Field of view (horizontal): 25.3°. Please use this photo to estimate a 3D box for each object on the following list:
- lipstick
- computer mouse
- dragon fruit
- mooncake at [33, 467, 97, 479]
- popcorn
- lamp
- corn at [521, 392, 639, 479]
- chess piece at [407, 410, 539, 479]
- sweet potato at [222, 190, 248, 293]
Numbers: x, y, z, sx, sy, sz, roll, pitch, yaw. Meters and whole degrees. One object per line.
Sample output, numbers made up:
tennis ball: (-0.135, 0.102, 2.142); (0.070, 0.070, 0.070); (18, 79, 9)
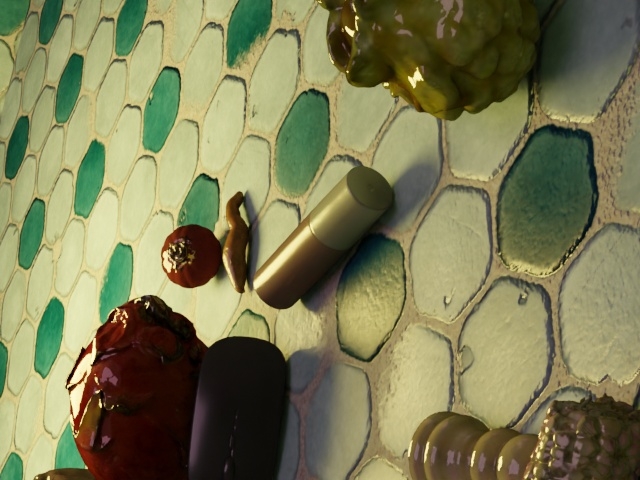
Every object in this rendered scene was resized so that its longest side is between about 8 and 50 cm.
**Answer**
lipstick: (0.000, 0.000, 1.860); (0.254, 0.070, 0.070); (-46, 40, 45)
computer mouse: (-0.113, 0.243, 1.923); (0.057, 0.120, 0.232); (77, -160, -77)
dragon fruit: (-0.244, 0.239, 2.019); (0.250, 0.315, 0.250); (-19, 30, 12)
mooncake: (-0.434, 0.519, 2.379); (0.283, 0.141, 0.283); (-40, 44, 53)
popcorn: (0.118, -0.254, 1.584); (0.224, 0.270, 0.258); (-63, -14, 19)
lamp: (-0.201, 0.024, 2.212); (0.101, 0.090, 0.101); (-5, 80, 27)
corn: (0.212, 0.302, 1.281); (0.126, 0.127, 0.335); (25, 96, 62)
chess piece: (0.171, 0.221, 1.420); (0.170, 0.094, 0.094); (-6, 73, 58)
sweet potato: (-0.125, -0.002, 2.138); (0.044, 0.044, 0.179); (-42, 44, 48)
